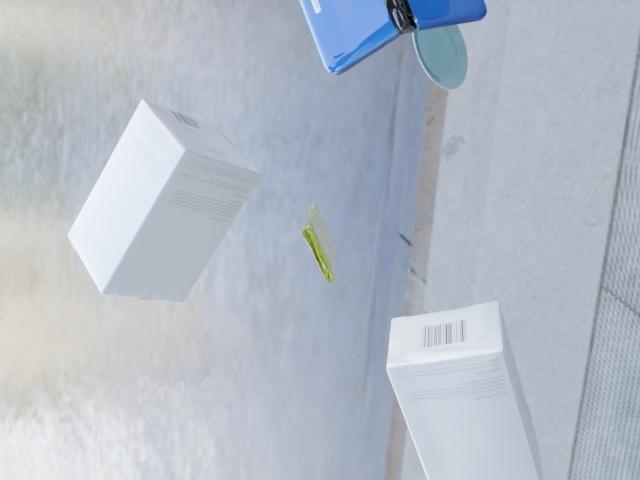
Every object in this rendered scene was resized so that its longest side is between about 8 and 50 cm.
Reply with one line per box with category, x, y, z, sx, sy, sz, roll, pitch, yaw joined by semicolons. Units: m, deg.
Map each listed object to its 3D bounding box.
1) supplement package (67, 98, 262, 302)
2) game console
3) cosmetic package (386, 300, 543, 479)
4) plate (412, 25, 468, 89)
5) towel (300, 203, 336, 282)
supplement package;-0.276;-0.060;1.229;0.175;0.178;0.293;47;110;36
game console;0.103;-0.462;1.225;0.250;0.173;0.293;-26;78;35
cosmetic package;0.281;0.325;1.337;0.156;0.217;0.384;-73;-32;-57
plate;0.248;-0.407;1.487;0.024;0.188;0.188;-14;80;45
towel;0.000;0.000;1.252;0.237;0.021;0.102;-80;-33;-78
